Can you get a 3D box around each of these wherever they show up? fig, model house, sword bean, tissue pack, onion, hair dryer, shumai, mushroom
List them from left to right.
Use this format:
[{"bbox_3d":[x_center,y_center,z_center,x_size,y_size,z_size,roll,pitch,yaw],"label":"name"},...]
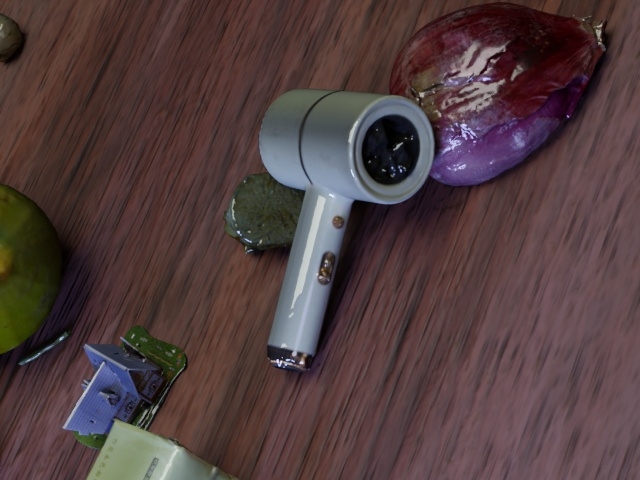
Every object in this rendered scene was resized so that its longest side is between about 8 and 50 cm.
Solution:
[{"bbox_3d":[-0.560,-0.354,2.407,0.278,0.096,0.099,38,132,37],"label":"mushroom"},{"bbox_3d":[-0.450,0.040,2.018,0.239,0.239,0.271,-56,11,-7],"label":"fig"},{"bbox_3d":[-0.366,0.143,2.068,0.083,0.012,0.012,-33,53,10],"label":"sword bean"},{"bbox_3d":[-0.261,0.178,1.938,0.117,0.088,0.167,27,80,37],"label":"model house"},{"bbox_3d":[-0.205,0.341,1.771,0.125,0.159,0.234,17,74,36],"label":"tissue pack"},{"bbox_3d":[-0.072,-0.030,1.953,0.087,0.124,0.099,-28,77,59],"label":"shumai"},{"bbox_3d":[0.000,0.000,1.845,0.203,0.128,0.361,12,88,54],"label":"hair dryer"},{"bbox_3d":[0.206,-0.207,1.856,0.284,0.120,0.227,-29,58,14],"label":"onion"}]
